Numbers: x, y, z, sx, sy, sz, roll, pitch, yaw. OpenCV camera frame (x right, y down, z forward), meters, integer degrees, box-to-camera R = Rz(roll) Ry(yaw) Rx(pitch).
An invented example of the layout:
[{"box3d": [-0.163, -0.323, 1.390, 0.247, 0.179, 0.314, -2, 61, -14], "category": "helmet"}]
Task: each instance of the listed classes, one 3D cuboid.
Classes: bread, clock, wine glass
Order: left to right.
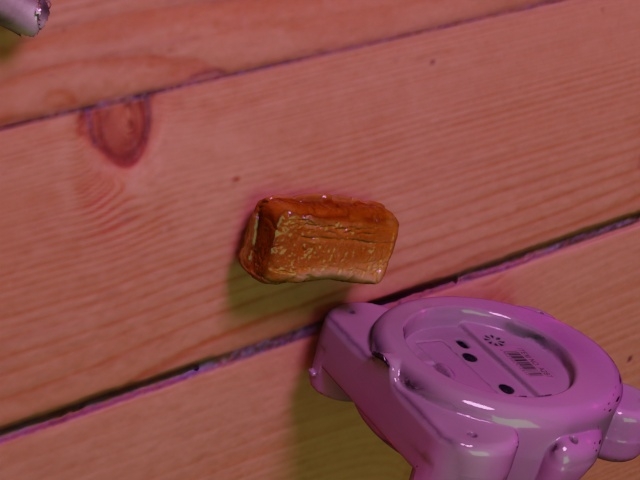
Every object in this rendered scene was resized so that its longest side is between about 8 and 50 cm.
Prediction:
[{"box3d": [-0.208, -0.159, 0.803, 0.039, 0.042, 0.083, -28, 146, 32], "category": "wine glass"}, {"box3d": [0.000, 0.000, 1.031, 0.132, 0.053, 0.074, 0, 112, -35], "category": "bread"}, {"box3d": [0.140, 0.126, 1.082, 0.247, 0.227, 0.090, -2, 119, -32], "category": "clock"}]
